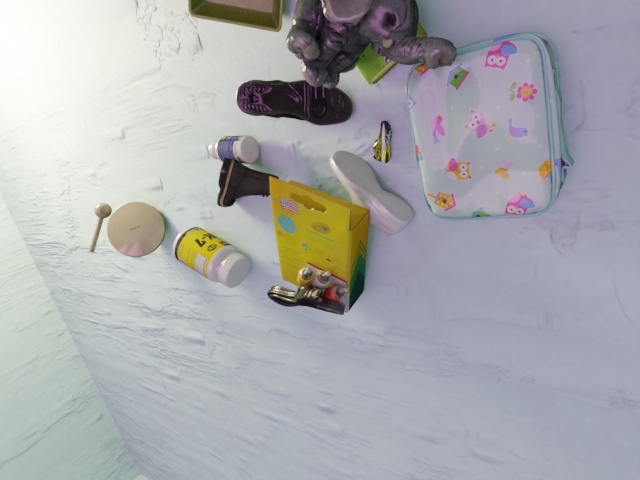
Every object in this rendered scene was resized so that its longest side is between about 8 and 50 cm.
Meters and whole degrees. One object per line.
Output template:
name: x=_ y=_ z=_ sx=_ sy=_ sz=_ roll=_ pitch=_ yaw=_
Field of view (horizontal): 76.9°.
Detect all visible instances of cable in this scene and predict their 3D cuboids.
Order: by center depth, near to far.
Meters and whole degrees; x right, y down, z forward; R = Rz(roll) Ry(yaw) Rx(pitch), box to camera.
cable: x=-0.029 y=0.125 z=0.962 sx=0.140 sy=0.072 sz=0.287 roll=33 pitch=159 yaw=-15

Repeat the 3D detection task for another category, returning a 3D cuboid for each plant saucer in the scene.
plant saucer: x=-0.156 y=-0.517 z=0.766 sx=0.189 sy=0.045 sz=0.188 roll=10 pitch=129 yaw=0

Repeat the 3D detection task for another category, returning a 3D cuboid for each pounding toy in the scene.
pounding toy: x=-0.630 y=-0.035 z=1.359 sx=0.237 sy=0.110 sz=0.182 roll=4 pitch=86 yaw=-3

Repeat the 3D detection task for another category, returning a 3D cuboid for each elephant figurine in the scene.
elephant figurine: x=0.077 y=-0.345 z=0.622 sx=0.240 sy=0.169 sz=0.186 roll=-9 pitch=132 yaw=39

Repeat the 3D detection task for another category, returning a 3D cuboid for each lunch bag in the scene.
lunch bag: x=0.269 y=-0.167 z=0.643 sx=0.224 sy=0.108 sz=0.278 roll=-3 pitch=112 yaw=34

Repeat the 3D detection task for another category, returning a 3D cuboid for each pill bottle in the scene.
pill bottle: x=-0.215 y=-0.224 z=0.993 sx=0.120 sy=0.067 sz=0.066 roll=8 pitch=118 yaw=33
pill bottle: x=-0.316 y=0.049 z=1.175 sx=0.209 sy=0.119 sz=0.119 roll=26 pitch=126 yaw=22

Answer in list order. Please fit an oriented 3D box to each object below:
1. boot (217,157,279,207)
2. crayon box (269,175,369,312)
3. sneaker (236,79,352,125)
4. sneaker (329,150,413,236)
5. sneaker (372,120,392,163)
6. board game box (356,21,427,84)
boot: x=-0.187 y=-0.123 z=1.028 sx=0.137 sy=0.076 sz=0.198 roll=15 pitch=160 yaw=-9
crayon box: x=0.000 y=0.000 z=0.897 sx=0.203 sy=0.081 sz=0.318 roll=25 pitch=141 yaw=24
sneaker: x=-0.047 y=-0.291 z=0.834 sx=0.228 sy=0.130 sz=0.087 roll=4 pitch=114 yaw=4
sneaker: x=0.087 y=-0.091 z=0.843 sx=0.212 sy=0.080 sz=0.094 roll=47 pitch=143 yaw=5
sneaker: x=0.117 y=-0.192 z=0.790 sx=0.035 sy=0.031 sz=0.083 roll=14 pitch=121 yaw=31
board game box: x=0.063 y=-0.422 z=0.708 sx=0.124 sy=0.039 sz=0.259 roll=-33 pitch=94 yaw=41
